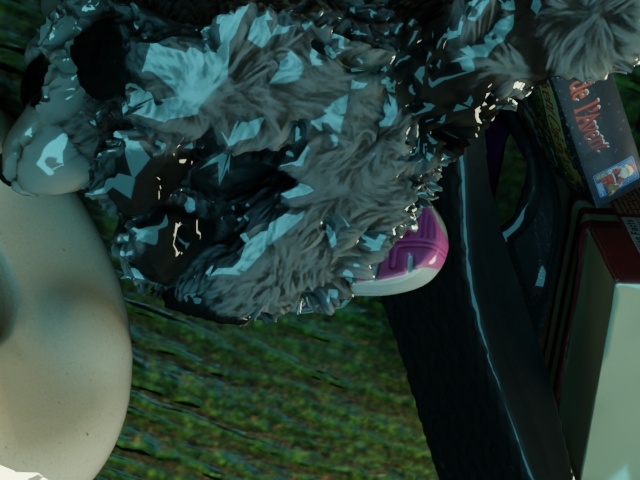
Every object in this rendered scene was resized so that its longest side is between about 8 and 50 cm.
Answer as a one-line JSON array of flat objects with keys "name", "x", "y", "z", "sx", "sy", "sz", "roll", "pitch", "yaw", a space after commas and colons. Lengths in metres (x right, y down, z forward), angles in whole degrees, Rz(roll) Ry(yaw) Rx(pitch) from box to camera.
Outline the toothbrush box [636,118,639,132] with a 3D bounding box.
[{"name": "toothbrush box", "x": 0.390, "y": -0.178, "z": 1.181, "sx": 0.216, "sy": 0.126, "sz": 0.295, "roll": 5, "pitch": 117, "yaw": -12}]

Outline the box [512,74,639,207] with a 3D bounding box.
[{"name": "box", "x": 0.149, "y": -0.154, "z": 1.130, "sx": 0.044, "sy": 0.159, "sz": 0.233, "roll": -27, "pitch": 119, "yaw": -4}]

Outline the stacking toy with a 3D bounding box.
[{"name": "stacking toy", "x": -0.406, "y": 0.111, "z": 1.147, "sx": 0.480, "sy": 0.350, "sz": 0.350, "roll": -30, "pitch": 120, "yaw": 28}]

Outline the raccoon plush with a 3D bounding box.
[{"name": "raccoon plush", "x": -0.001, "y": -0.107, "z": 1.065, "sx": 0.447, "sy": 0.299, "sz": 0.216, "roll": -10, "pitch": 116, "yaw": -9}]

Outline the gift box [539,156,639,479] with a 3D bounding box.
[{"name": "gift box", "x": 0.309, "y": 0.099, "z": 1.238, "sx": 0.276, "sy": 0.255, "sz": 0.258, "roll": 5, "pitch": 117, "yaw": -2}]

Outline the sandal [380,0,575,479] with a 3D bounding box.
[{"name": "sandal", "x": 0.118, "y": 0.019, "z": 1.188, "sx": 0.107, "sy": 0.167, "sz": 0.445, "roll": -18, "pitch": 99, "yaw": -28}]

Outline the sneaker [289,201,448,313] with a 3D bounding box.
[{"name": "sneaker", "x": 0.000, "y": 0.000, "z": 1.180, "sx": 0.111, "sy": 0.252, "sz": 0.103, "roll": 40, "pitch": 67, "yaw": -43}]
